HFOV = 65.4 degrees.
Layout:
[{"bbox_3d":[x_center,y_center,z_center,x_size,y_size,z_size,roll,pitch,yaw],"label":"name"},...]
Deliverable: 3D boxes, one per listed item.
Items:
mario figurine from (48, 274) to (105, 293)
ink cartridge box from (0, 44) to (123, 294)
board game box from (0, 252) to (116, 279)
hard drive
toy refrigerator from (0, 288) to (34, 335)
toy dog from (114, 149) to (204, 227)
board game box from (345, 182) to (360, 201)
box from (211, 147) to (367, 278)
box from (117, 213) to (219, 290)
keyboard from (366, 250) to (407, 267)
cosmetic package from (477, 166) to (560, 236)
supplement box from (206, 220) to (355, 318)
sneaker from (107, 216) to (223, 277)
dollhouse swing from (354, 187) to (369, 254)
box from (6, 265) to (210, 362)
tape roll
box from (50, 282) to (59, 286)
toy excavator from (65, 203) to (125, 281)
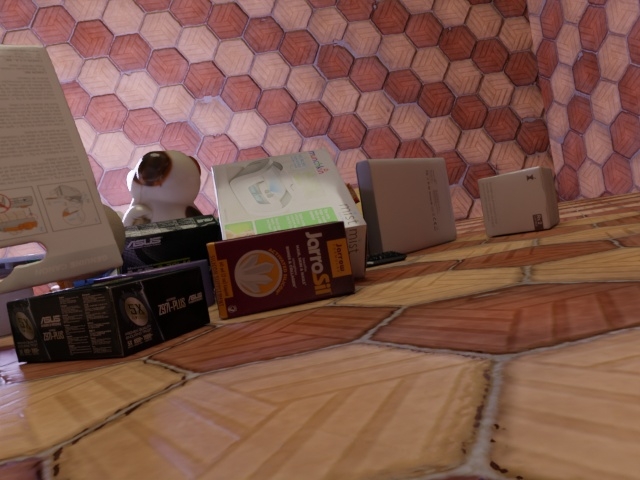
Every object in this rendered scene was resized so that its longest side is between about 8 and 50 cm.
[{"bbox_3d":[-0.681,0.101,1.567,0.198,0.170,0.321,-12,2,38],"label":"mario figurine"},{"bbox_3d":[-0.487,-0.091,0.678,0.308,0.384,0.091,-16,-13,-39],"label":"ink cartridge box"},{"bbox_3d":[-0.683,0.079,1.129,0.390,0.050,0.390,-6,-3,-1],"label":"board game box"},{"bbox_3d":[0.229,-0.091,1.263,0.047,0.232,0.353,-7,3,43],"label":"hard drive"},{"bbox_3d":[-0.712,0.153,1.050,0.270,0.094,0.102,-10,1,37],"label":"toy refrigerator"},{"bbox_3d":[-0.445,-0.062,1.463,0.396,0.407,0.285,-10,2,30],"label":"toy dog"},{"bbox_3d":[-0.008,-0.066,1.132,0.194,0.045,0.147,-26,0,8],"label":"board game box"},{"bbox_3d":[-0.063,-0.037,0.898,0.231,0.126,0.261,-10,40,-8],"label":"box"},{"bbox_3d":[-0.301,0.045,0.986,0.191,0.184,0.045,-10,43,-32],"label":"box"},{"bbox_3d":[0.084,0.046,1.075,0.180,0.023,0.108,-10,1,-14],"label":"keyboard"},{"bbox_3d":[0.510,-0.099,1.276,0.152,0.151,0.184,-10,0,33],"label":"cosmetic package"},{"bbox_3d":[-0.056,0.038,0.700,0.188,0.104,0.081,-10,2,-9],"label":"supplement box"},{"bbox_3d":[-0.338,0.066,1.100,0.331,0.122,0.146,-31,15,4],"label":"sneaker"},{"bbox_3d":[0.100,0.018,1.447,0.347,0.304,0.315,-10,-40,31],"label":"dollhouse swing"},{"bbox_3d":[-0.256,0.089,0.613,0.180,0.077,0.147,-9,2,27],"label":"box"},{"bbox_3d":[-0.282,0.088,0.855,0.189,0.080,0.189,-10,0,0],"label":"tape roll"},{"bbox_3d":[-0.750,0.054,1.618,0.113,0.275,0.094,33,5,17],"label":"box"},{"bbox_3d":[-0.603,0.024,0.775,0.445,0.433,0.222,-51,2,0],"label":"toy excavator"}]
